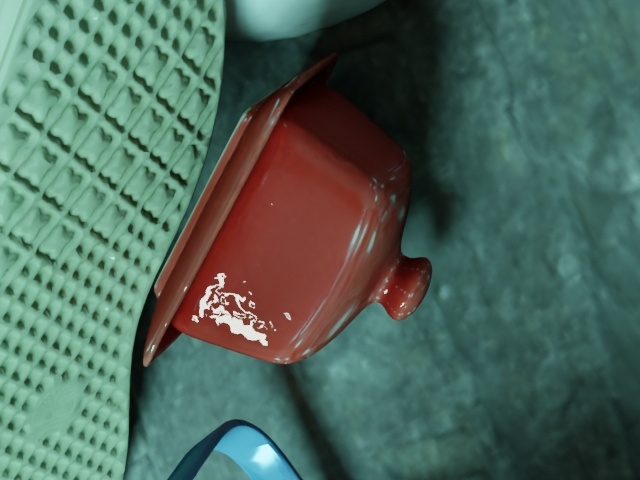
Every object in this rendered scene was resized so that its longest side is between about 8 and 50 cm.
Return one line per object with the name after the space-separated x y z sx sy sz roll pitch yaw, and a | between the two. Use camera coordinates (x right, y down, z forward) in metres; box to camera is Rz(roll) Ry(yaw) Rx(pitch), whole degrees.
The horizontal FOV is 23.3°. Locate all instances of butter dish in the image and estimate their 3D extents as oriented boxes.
0.000 0.000 0.777 0.118 0.160 0.160 28 105 1 | butter dish

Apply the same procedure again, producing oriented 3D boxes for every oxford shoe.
-0.159 0.002 0.792 0.130 0.169 0.449 39 130 30 | oxford shoe

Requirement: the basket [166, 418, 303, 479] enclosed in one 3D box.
0.006 0.233 0.707 0.201 0.255 0.289 -42 91 23 | basket

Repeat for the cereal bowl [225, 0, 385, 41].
-0.059 -0.273 0.777 0.339 0.141 0.339 1 93 21 | cereal bowl
